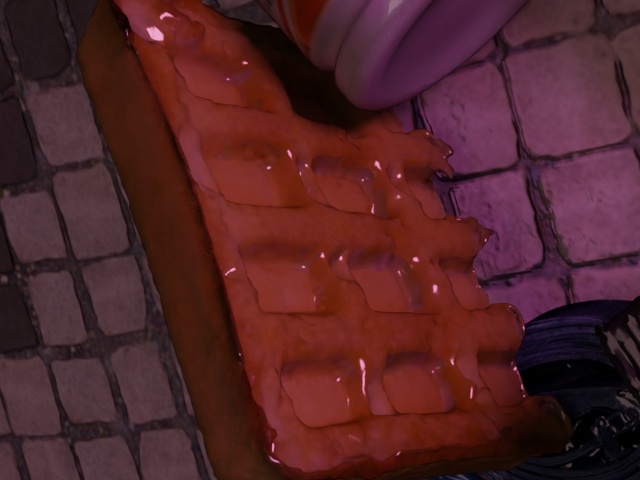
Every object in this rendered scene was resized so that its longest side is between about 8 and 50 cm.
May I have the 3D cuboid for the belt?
[{"bbox_3d":[0.185,0.119,1.015,0.190,0.082,0.141,-13,91,38],"label":"belt"}]

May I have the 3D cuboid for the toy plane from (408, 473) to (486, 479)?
[{"bbox_3d":[0.114,0.187,1.100,0.167,0.054,0.062,18,125,37],"label":"toy plane"}]

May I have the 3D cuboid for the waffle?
[{"bbox_3d":[0.001,0.000,0.929,0.077,0.304,0.348,-37,63,34],"label":"waffle"}]

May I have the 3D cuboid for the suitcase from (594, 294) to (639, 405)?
[{"bbox_3d":[0.331,0.129,0.820,0.152,0.229,0.335,-34,83,31],"label":"suitcase"}]

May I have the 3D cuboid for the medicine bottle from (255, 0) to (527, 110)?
[{"bbox_3d":[-0.002,-0.263,0.949,0.316,0.202,0.202,49,127,13],"label":"medicine bottle"}]
